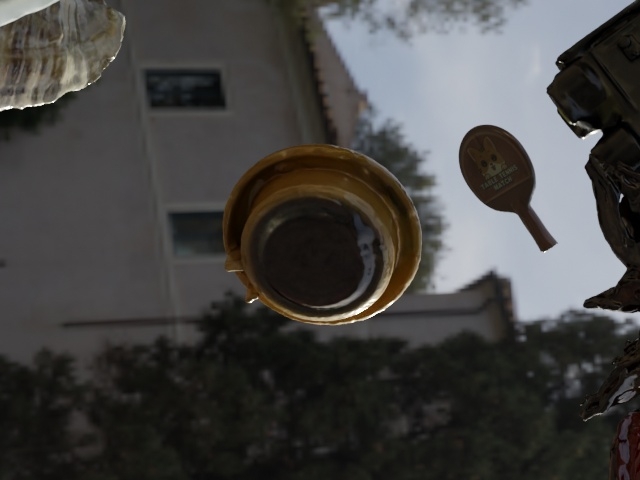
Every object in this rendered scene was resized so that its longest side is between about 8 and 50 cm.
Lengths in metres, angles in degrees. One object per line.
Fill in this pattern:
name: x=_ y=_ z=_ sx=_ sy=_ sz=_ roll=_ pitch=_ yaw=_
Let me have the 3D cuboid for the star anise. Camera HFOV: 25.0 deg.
star anise: x=0.229 y=0.004 z=0.886 sx=0.212 sy=0.053 sz=0.157 roll=-28 pitch=-112 yaw=25

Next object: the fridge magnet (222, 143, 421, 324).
fridge magnet: x=0.000 y=0.000 z=1.012 sx=0.063 sy=0.143 sz=0.143 roll=-72 pitch=172 yaw=-60

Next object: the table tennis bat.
table tennis bat: x=0.258 y=-0.081 z=1.736 sx=0.170 sy=0.119 sz=0.107 roll=57 pitch=-38 yaw=2

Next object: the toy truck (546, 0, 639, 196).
toy truck: x=0.275 y=-0.047 z=0.993 sx=0.257 sy=0.127 sz=0.127 roll=57 pitch=9 yaw=27

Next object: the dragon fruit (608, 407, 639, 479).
dragon fruit: x=0.375 y=0.241 z=1.035 sx=0.100 sy=0.343 sz=0.282 roll=88 pitch=0 yaw=-78

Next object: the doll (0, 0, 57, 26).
doll: x=-0.197 y=-0.091 z=0.461 sx=0.145 sy=0.316 sz=0.103 roll=11 pitch=-50 yaw=33

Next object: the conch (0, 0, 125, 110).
conch: x=-0.273 y=-0.215 z=1.021 sx=0.210 sy=0.291 sz=0.159 roll=-87 pitch=-164 yaw=-55
